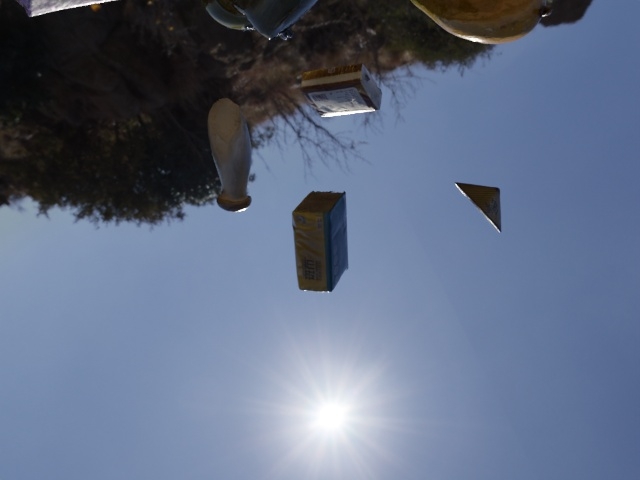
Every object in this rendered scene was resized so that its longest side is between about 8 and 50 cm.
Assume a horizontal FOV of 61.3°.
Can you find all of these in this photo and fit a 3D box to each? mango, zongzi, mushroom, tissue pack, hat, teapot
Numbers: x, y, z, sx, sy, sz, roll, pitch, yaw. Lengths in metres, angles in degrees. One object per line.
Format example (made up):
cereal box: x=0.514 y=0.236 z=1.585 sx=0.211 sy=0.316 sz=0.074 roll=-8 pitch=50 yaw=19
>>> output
mango: x=0.307 y=-0.476 z=1.072 sx=0.176 sy=0.119 sz=0.317 roll=-41 pitch=-130 yaw=-16
zongzi: x=-0.001 y=-0.495 z=0.887 sx=0.286 sy=0.138 sz=0.300 roll=-45 pitch=-168 yaw=41
mushroom: x=-0.274 y=-0.255 z=1.659 sx=0.129 sy=0.349 sz=0.128 roll=0 pitch=-158 yaw=0
tissue pack: x=0.000 y=0.000 z=1.645 sx=0.134 sy=0.270 sz=0.192 roll=6 pitch=-154 yaw=19
tissue pack: x=0.072 y=-0.493 z=1.796 sx=0.226 sy=0.183 sz=0.091 roll=-2 pitch=-109 yaw=28
hat: x=0.475 y=-0.119 z=1.529 sx=0.082 sy=0.193 sz=0.193 roll=-41 pitch=-149 yaw=14
teapot: x=-0.164 y=-0.531 z=1.143 sx=0.173 sy=0.269 sz=0.182 roll=-46 pitch=-154 yaw=9

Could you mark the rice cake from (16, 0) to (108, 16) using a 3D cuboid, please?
rice cake: x=-0.248 y=-0.361 z=0.680 sx=0.298 sy=0.050 sz=0.106 roll=-33 pitch=169 yaw=-32
